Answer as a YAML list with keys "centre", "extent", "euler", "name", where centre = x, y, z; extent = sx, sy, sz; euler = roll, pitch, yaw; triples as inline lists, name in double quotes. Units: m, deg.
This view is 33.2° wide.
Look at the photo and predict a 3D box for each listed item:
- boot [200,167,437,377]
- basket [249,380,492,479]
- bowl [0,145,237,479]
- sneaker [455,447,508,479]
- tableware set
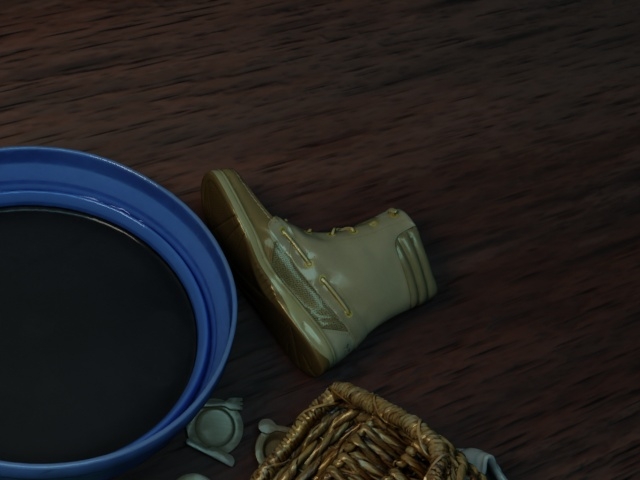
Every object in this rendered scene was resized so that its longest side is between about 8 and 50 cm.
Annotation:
- centre: [0.000, 0.000, 1.244]
  extent: [0.203, 0.095, 0.262]
  euler: [-30, 82, -26]
  name: "boot"
- centre: [0.018, 0.303, 1.024]
  extent: [0.223, 0.213, 0.299]
  euler: [42, 76, 1]
  name: "basket"
- centre: [-0.281, 0.070, 1.077]
  extent: [0.391, 0.077, 0.391]
  euler: [10, 48, -11]
  name: "bowl"
- centre: [0.207, 0.324, 1.170]
  extent: [0.080, 0.094, 0.212]
  euler: [-31, 91, -29]
  name: "sneaker"
- centre: [-0.088, 0.252, 1.150]
  extent: [0.141, 0.020, 0.169]
  euler: [17, 64, -11]
  name: "tableware set"
